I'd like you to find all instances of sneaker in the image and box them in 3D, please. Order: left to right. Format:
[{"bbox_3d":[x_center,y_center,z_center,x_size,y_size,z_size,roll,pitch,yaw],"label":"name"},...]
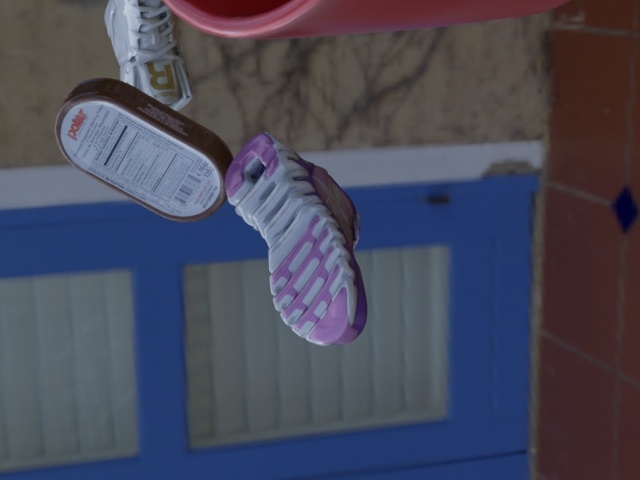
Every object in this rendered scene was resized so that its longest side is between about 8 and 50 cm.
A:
[{"bbox_3d":[-0.182,-0.243,1.574,0.292,0.108,0.169,115,141,-68],"label":"sneaker"},{"bbox_3d":[0.000,0.000,1.276,0.095,0.104,0.236,-47,47,25],"label":"sneaker"}]

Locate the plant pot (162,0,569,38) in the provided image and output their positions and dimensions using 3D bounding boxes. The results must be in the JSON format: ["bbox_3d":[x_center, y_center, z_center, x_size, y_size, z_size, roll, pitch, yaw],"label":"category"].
[{"bbox_3d":[0.052,-0.245,0.823,0.275,0.243,0.275,-2,88,49],"label":"plant pot"}]

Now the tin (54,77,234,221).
[{"bbox_3d":[-0.175,-0.089,1.383,0.106,0.190,0.040,-55,11,32],"label":"tin"}]
